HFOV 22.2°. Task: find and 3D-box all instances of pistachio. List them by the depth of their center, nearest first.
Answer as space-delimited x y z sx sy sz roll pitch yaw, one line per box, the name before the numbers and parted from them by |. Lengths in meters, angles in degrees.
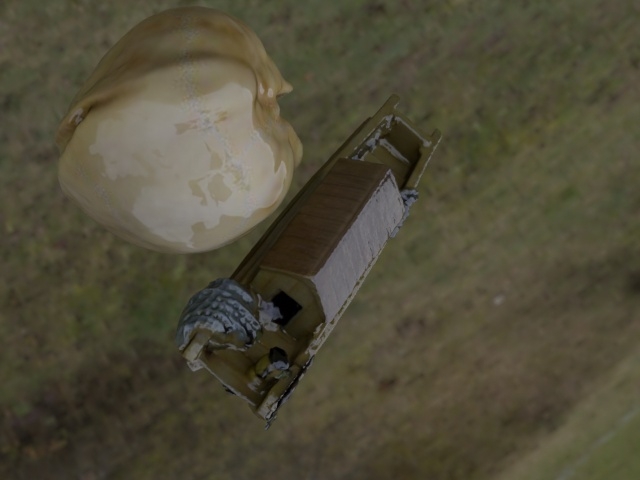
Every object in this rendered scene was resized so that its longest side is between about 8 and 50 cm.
pistachio | -0.135 -0.097 1.575 0.238 0.229 0.321 -1 166 -17

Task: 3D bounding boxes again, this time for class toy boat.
toy boat | 0.000 0.000 1.674 0.162 0.136 0.445 -51 -178 46
